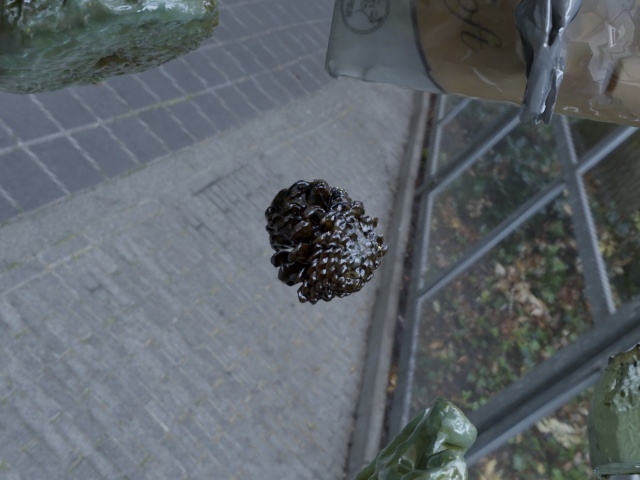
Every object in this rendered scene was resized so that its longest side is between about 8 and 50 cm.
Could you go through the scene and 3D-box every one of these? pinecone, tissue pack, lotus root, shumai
[{"bbox_3d":[0.000,0.000,0.539,0.077,0.077,0.083,19,20,-43],"label":"pinecone"},{"bbox_3d":[0.121,-0.208,0.359,0.239,0.305,0.238,8,17,-3],"label":"tissue pack"},{"bbox_3d":[0.344,0.179,0.873,0.070,0.143,0.144,41,37,-54],"label":"lotus root"},{"bbox_3d":[-0.297,-0.338,1.013,0.309,0.304,0.263,-17,90,-37],"label":"shumai"}]

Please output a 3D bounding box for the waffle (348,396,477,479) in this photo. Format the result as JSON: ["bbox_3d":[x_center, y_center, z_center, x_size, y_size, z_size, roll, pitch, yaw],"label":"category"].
[{"bbox_3d":[-0.006,0.241,0.517,0.056,0.309,0.292,35,38,6],"label":"waffle"}]
